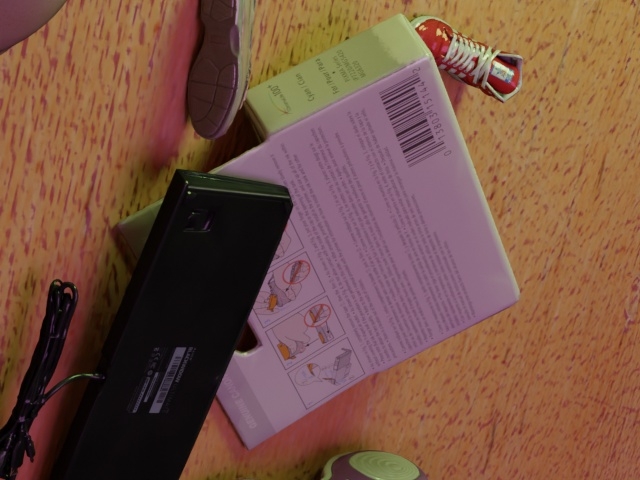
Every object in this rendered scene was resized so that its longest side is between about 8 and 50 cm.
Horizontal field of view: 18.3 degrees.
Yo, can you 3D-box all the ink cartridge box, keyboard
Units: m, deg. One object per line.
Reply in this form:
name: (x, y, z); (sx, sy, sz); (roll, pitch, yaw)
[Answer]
ink cartridge box: (0.000, 0.000, 1.543); (0.261, 0.066, 0.296); (-28, 136, -3)
keyboard: (-0.146, 0.093, 1.426); (0.201, 0.033, 0.317); (5, 113, -47)

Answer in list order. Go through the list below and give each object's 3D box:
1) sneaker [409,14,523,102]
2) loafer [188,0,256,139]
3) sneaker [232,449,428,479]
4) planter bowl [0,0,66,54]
sneaker: (0.119, -0.145, 1.593); (0.118, 0.067, 0.042); (18, 97, -52)
loafer: (-0.063, -0.133, 1.408); (0.039, 0.045, 0.125); (-18, 122, -51)
sneaker: (-0.022, 0.268, 1.632); (0.305, 0.114, 0.152); (-5, 118, -47)
planter bowl: (-0.190, -0.186, 1.117); (0.162, 0.109, 0.162); (11, 74, -43)
